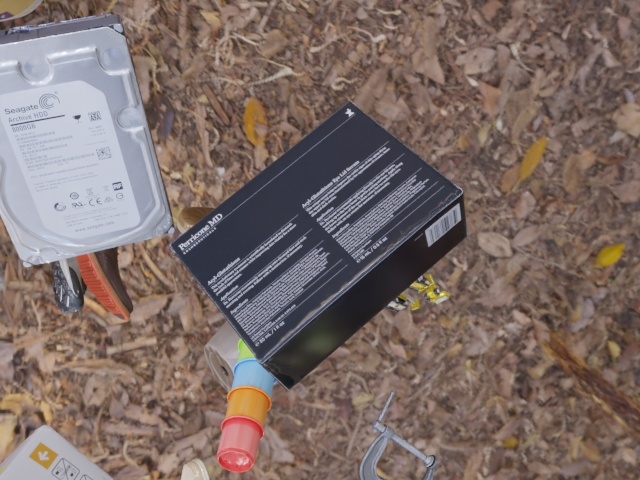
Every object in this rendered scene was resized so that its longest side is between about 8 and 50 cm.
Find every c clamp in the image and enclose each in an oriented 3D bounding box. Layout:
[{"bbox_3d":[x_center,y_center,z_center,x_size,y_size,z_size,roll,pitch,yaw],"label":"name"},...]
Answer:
[{"bbox_3d":[0.126,0.333,1.021,0.160,0.022,0.137,45,71,-22],"label":"c clamp"}]

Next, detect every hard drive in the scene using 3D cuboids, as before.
[{"bbox_3d":[-0.355,-0.130,0.939,0.236,0.064,0.339,-13,128,-12],"label":"hard drive"}]

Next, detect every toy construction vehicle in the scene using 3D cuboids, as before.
[{"bbox_3d":[0.143,0.077,1.016,0.098,0.035,0.086,20,136,-41],"label":"toy construction vehicle"}]

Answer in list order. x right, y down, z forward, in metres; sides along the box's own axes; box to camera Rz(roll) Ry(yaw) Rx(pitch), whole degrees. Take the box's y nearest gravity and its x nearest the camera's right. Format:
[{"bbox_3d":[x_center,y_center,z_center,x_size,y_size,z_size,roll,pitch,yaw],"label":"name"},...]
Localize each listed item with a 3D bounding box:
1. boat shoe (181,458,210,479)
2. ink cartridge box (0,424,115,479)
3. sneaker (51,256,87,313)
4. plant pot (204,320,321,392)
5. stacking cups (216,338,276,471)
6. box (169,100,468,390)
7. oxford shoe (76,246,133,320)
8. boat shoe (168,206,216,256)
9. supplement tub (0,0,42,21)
[{"bbox_3d":[-0.196,0.409,0.972,0.059,0.063,0.170,5,82,-37],"label":"boat shoe"},{"bbox_3d":[-0.155,0.321,0.435,0.303,0.307,0.072,45,113,-10],"label":"ink cartridge box"},{"bbox_3d":[-0.537,0.065,1.474,0.107,0.271,0.100,3,117,-24],"label":"sneaker"},{"bbox_3d":[-0.188,0.323,2.027,0.280,0.323,0.323,-33,126,-29],"label":"plant pot"},{"bbox_3d":[-0.120,0.258,1.197,0.095,0.316,0.096,3,126,3],"label":"stacking cups"},{"bbox_3d":[0.000,0.000,0.720,0.261,0.184,0.103,-39,150,-8],"label":"box"},{"bbox_3d":[-0.411,0.024,1.267,0.098,0.096,0.272,-35,111,-36],"label":"oxford shoe"},{"bbox_3d":[-0.215,-0.001,1.582,0.342,0.123,0.123,-2,128,-54],"label":"boat shoe"},{"bbox_3d":[-0.655,-0.550,1.253,0.240,0.331,0.241,-1,98,-8],"label":"supplement tub"}]
